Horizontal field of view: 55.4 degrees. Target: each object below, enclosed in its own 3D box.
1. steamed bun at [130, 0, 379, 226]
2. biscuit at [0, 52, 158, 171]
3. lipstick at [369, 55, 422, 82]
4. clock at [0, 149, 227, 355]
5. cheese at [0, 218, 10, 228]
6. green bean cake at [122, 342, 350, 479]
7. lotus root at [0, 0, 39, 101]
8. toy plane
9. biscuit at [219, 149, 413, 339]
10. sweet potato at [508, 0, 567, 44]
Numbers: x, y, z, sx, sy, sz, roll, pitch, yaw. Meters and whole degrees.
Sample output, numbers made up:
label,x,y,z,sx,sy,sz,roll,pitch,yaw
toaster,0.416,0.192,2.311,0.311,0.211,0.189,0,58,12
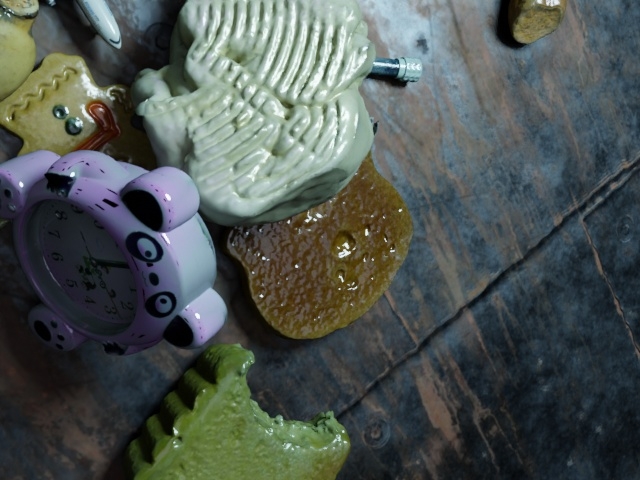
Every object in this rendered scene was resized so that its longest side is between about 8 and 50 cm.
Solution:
label,x,y,z,sx,sy,sz,roll,pitch,yaw
steamed bun,-0.065,-0.162,0.716,0.275,0.206,0.320,25,82,6
biscuit,-0.272,-0.108,0.727,0.166,0.036,0.225,-41,112,-17
lipstick,0.089,-0.251,0.880,0.116,0.037,0.037,-1,97,-22
clock,-0.225,0.016,0.644,0.090,0.248,0.227,-45,131,-53
cheese,-0.378,-0.054,0.679,0.060,0.041,0.084,-38,131,-9
green bean cake,-0.108,0.274,0.801,0.236,0.124,0.233,45,78,-23
lotus root,-0.368,-0.198,0.618,0.221,0.118,0.125,-33,136,-2
toy plane,-0.288,-0.319,0.680,0.226,0.058,0.226,-37,115,-29
biscuit,-0.001,0.000,0.859,0.273,0.049,0.257,-39,108,-18
sweet potato,0.360,-0.435,0.953,0.097,0.097,0.251,16,91,-26
